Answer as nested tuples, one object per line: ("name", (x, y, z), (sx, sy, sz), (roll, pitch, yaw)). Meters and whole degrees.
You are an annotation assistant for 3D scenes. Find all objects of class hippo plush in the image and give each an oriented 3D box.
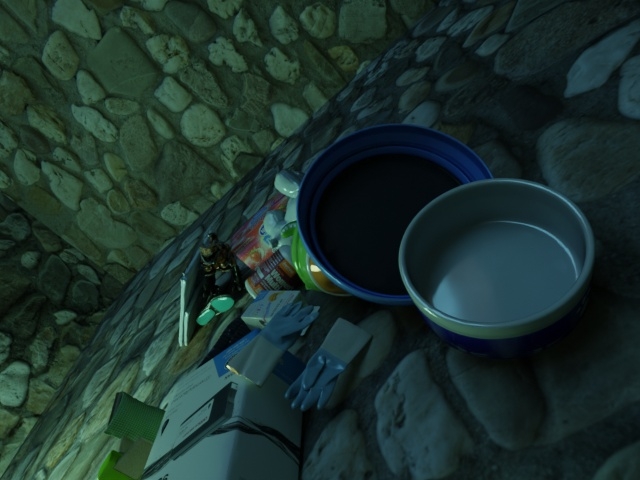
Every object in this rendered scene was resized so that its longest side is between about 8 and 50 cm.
("hippo plush", (-0.056, -0.067, 1.479), (0.294, 0.234, 0.237), (46, 115, 37))

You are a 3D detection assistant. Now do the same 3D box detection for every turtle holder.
("turtle holder", (0.094, -0.004, 1.054), (0.320, 0.244, 0.227), (-19, 18, -41))

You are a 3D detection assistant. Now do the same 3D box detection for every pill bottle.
("pill bottle", (-0.108, 0.091, 1.336), (0.221, 0.121, 0.121), (-44, 22, 4))

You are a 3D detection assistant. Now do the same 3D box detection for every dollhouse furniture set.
("dollhouse furniture set", (-0.399, 0.460, 1.106), (0.151, 0.197, 0.301), (-46, 23, 1))

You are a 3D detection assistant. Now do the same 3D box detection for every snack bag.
("snack bag", (-0.454, 0.169, 1.680), (0.323, 0.037, 0.343), (-78, 1, -55))

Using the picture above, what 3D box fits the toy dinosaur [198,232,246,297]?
("toy dinosaur", (-0.352, 0.079, 1.614), (0.164, 0.219, 0.322), (-13, -3, 20))

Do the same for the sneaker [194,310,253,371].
("sneaker", (-0.245, 0.317, 1.221), (0.319, 0.112, 0.131), (-47, -12, -33))

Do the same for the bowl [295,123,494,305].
("bowl", (0.150, -0.055, 0.884), (0.391, 0.390, 0.077), (-53, -20, -19))

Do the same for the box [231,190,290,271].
("box", (-0.179, -0.043, 1.664), (0.300, 0.142, 0.154), (-43, 21, 7))

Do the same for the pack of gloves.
("pack of gloves", (-0.036, 0.229, 0.894), (0.232, 0.194, 0.046), (-44, -27, -43))

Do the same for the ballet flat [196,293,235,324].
("ballet flat", (-0.378, 0.235, 1.635), (0.203, 0.074, 0.074), (-37, 23, 26))

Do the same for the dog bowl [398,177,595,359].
("dog bowl", (0.259, 0.037, 0.677), (0.264, 0.104, 0.265), (-15, 47, 17))

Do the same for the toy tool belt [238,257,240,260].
("toy tool belt", (-0.323, 0.063, 1.874), (0.083, 0.052, 0.051), (-101, 27, -68))

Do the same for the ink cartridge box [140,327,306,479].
("ink cartridge box", (-0.190, 0.410, 0.864), (0.285, 0.166, 0.395), (-36, 24, 21))

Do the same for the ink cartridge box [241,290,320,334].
("ink cartridge box", (-0.104, 0.186, 1.173), (0.181, 0.062, 0.104), (-4, 36, 36))
